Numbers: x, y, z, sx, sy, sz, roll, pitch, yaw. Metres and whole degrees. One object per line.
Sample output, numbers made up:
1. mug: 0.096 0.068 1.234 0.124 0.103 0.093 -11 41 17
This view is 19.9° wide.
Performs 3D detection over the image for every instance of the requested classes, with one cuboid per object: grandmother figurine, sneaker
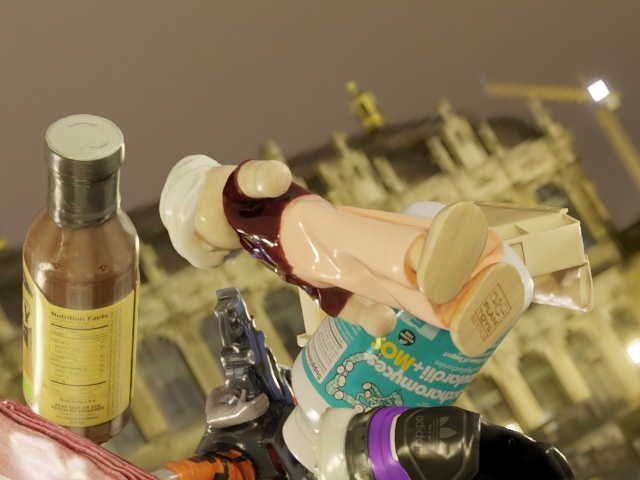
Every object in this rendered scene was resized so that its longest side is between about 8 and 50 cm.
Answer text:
1. grandmother figurine: 0.000 0.000 1.416 0.342 0.208 0.104 18 53 45
2. sneaker: 0.120 0.201 1.286 0.146 0.102 0.293 -13 -35 24

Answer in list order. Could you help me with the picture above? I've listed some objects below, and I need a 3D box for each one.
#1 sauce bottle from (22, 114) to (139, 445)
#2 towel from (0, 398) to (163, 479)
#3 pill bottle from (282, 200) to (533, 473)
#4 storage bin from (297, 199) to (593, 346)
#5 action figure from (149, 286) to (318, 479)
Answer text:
1. sauce bottle: -0.223 0.039 1.707 0.111 0.111 0.344 -23 -43 -34
2. towel: -0.239 0.326 1.583 0.037 0.329 0.237 1 13 -46
3. pill bottle: 0.070 0.103 1.698 0.146 0.146 0.264 -13 -38 -58
4. storage bin: 0.133 0.044 2.072 0.262 0.123 0.260 -13 9 -22
5. action figure: -0.124 0.224 2.090 0.178 0.341 0.330 -2 28 34
